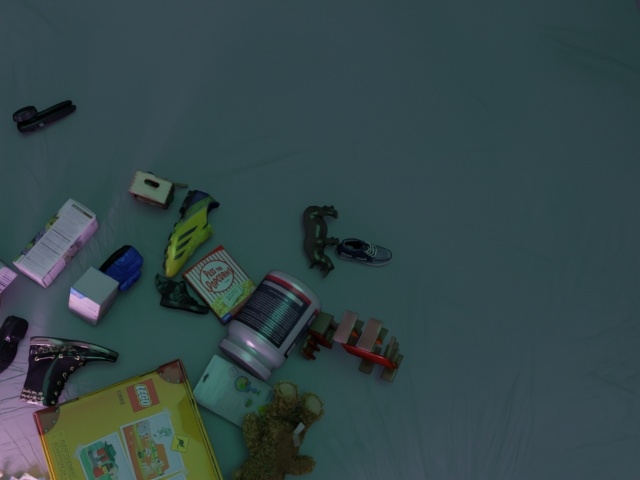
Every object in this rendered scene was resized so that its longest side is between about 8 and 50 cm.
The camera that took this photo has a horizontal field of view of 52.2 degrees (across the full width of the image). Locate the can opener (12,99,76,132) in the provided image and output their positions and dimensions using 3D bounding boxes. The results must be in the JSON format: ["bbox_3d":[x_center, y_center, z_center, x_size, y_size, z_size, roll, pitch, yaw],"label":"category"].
[{"bbox_3d":[-0.824,-0.374,1.966,0.186,0.073,0.059,-26,71,-29],"label":"can opener"}]

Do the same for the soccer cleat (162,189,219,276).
[{"bbox_3d":[-0.378,-0.017,1.927,0.121,0.093,0.289,22,63,-13],"label":"soccer cleat"}]

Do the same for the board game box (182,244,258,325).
[{"bbox_3d":[-0.291,0.131,1.932,0.147,0.045,0.193,-40,85,-22],"label":"board game box"}]

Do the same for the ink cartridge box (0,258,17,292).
[{"bbox_3d":[-1.014,0.118,1.699,0.330,0.071,0.324,32,74,23],"label":"ink cartridge box"}]

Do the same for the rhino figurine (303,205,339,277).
[{"bbox_3d":[0.000,0.000,2.033,0.106,0.073,0.243,2,73,-15],"label":"rhino figurine"}]

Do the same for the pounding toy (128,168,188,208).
[{"bbox_3d":[-0.480,-0.156,1.947,0.141,0.130,0.100,20,80,-6],"label":"pounding toy"}]

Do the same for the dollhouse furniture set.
[{"bbox_3d":[0.088,0.311,1.870,0.259,0.262,0.135,15,67,28],"label":"dollhouse furniture set"}]

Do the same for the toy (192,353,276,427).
[{"bbox_3d":[-0.233,0.438,1.836,0.237,0.056,0.137,32,70,-8],"label":"toy"}]

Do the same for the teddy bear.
[{"bbox_3d":[-0.116,0.551,1.791,0.245,0.113,0.338,17,77,-32],"label":"teddy bear"}]

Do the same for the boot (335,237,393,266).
[{"bbox_3d":[0.147,0.036,2.049,0.190,0.086,0.069,4,71,-12],"label":"boot"}]

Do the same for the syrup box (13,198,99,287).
[{"bbox_3d":[-0.737,0.007,1.838,0.096,0.093,0.237,33,68,-1],"label":"syrup box"}]

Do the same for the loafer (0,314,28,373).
[{"bbox_3d":[-0.846,0.282,1.747,0.061,0.062,0.170,15,71,32],"label":"loafer"}]

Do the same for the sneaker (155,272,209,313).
[{"bbox_3d":[-0.401,0.156,1.893,0.170,0.051,0.089,12,73,-5],"label":"sneaker"}]

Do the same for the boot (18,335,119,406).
[{"bbox_3d":[-0.672,0.357,1.744,0.236,0.085,0.178,9,72,-4],"label":"boot"}]

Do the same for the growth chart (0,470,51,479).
[{"bbox_3d":[-0.742,0.678,1.653,0.237,0.021,0.172,22,67,-6],"label":"growth chart"}]

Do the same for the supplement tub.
[{"bbox_3d":[-0.141,0.237,1.850,0.191,0.191,0.272,37,71,0],"label":"supplement tub"}]

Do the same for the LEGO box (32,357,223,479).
[{"bbox_3d":[-0.455,0.604,1.645,0.372,0.193,0.500,-17,77,-22],"label":"LEGO box"}]

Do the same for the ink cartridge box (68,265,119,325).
[{"bbox_3d":[-0.625,0.157,1.798,0.092,0.143,0.090,33,50,-1],"label":"ink cartridge box"}]

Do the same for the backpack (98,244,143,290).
[{"bbox_3d":[-0.560,0.077,1.860,0.101,0.098,0.120,49,65,-26],"label":"backpack"}]
